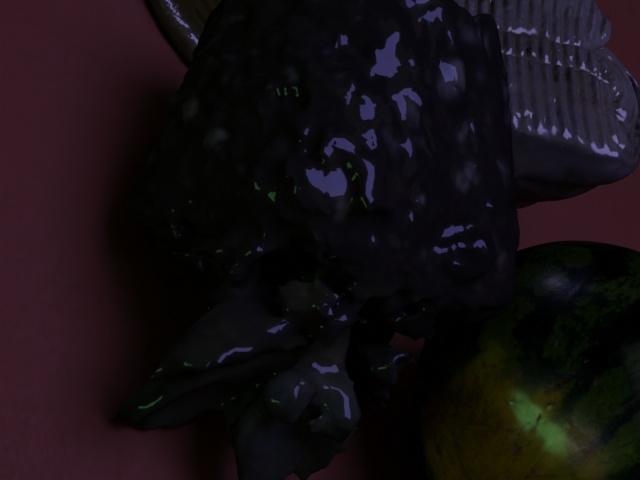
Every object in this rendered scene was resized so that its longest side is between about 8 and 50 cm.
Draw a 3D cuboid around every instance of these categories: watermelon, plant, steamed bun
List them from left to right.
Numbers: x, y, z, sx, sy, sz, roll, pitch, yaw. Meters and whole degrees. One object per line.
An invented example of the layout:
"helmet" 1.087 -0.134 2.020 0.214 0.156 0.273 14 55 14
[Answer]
"plant" 0.000 0.000 1.039 0.215 0.213 0.312 32 58 -37
"steamed bun" 0.139 -0.111 1.319 0.218 0.144 0.211 10 52 -9
"watermelon" 0.185 0.130 1.135 0.269 0.269 0.269 26 51 -38

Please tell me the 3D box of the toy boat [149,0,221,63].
"toy boat" -0.071 -0.205 1.190 0.116 0.061 0.188 6 66 -48
